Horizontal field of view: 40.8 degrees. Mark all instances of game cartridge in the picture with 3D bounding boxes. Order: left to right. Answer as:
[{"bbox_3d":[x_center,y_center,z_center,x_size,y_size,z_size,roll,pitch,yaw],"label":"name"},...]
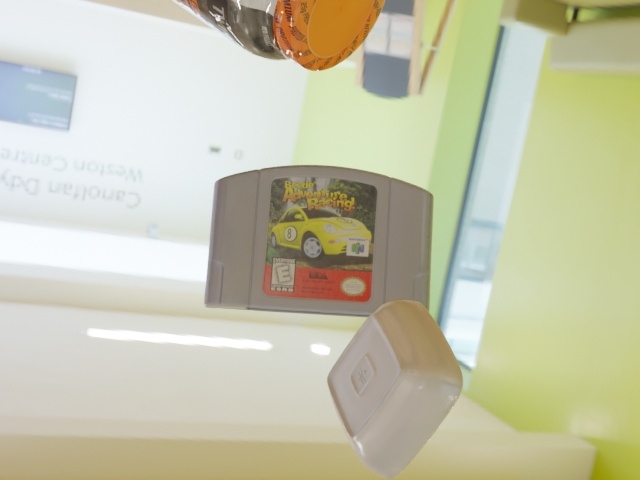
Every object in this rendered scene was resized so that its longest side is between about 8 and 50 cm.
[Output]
[{"bbox_3d":[0.000,0.000,1.131,0.294,0.196,0.060,3,167,0],"label":"game cartridge"}]

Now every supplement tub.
[{"bbox_3d":[-0.092,-0.357,1.053,0.338,0.207,0.207,38,-160,27],"label":"supplement tub"}]

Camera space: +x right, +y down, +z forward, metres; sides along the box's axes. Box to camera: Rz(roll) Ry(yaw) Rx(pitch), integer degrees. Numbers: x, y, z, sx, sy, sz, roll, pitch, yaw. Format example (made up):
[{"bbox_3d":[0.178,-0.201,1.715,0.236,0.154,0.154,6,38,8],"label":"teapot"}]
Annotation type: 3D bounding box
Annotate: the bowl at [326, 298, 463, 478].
[{"bbox_3d":[0.059,0.133,0.818,0.053,0.142,0.142,22,-156,-28],"label":"bowl"}]
